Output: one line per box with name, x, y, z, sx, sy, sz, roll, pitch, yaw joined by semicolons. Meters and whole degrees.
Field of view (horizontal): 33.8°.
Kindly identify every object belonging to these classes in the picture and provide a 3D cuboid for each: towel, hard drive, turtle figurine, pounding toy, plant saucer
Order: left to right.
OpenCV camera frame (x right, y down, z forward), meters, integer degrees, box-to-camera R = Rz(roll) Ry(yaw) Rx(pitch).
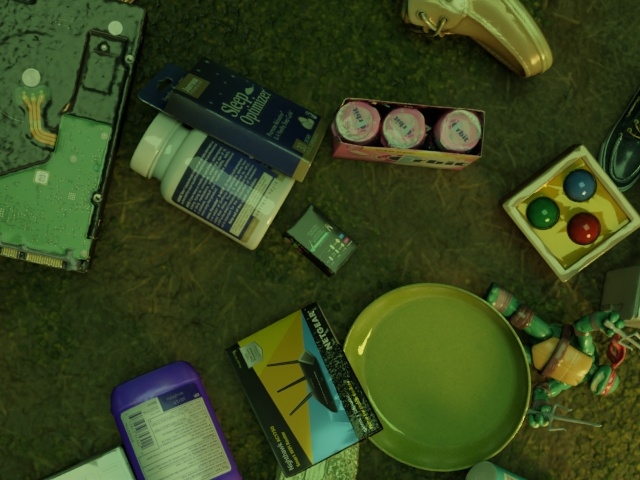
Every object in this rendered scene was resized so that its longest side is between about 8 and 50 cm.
hard drive;-0.364;-0.148;1.300;0.237;0.064;0.338;12;90;-6
towel;-0.007;0.312;1.335;0.110;0.027;0.148;10;84;-6
plant saucer;0.144;0.168;1.317;0.241;0.037;0.240;3;100;19
turtle figurine;0.299;0.151;1.336;0.234;0.118;0.175;26;94;6
pounding toy;0.368;-0.039;1.346;0.206;0.094;0.181;-38;90;9

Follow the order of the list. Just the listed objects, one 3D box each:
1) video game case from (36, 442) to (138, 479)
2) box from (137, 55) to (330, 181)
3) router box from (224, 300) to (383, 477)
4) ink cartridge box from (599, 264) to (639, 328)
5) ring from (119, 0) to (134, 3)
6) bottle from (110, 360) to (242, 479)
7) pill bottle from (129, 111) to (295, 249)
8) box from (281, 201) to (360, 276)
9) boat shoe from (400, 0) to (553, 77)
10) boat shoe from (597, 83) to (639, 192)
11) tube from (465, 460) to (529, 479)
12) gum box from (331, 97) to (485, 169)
video game case;-0.301;0.419;1.275;0.244;0.061;0.269;-23;88;-9
box;-0.104;-0.163;1.315;0.225;0.136;0.036;26;120;-3
router box;-0.021;0.186;1.308;0.133;0.046;0.179;-28;76;1
ink cartridge box;0.467;0.082;1.356;0.175;0.127;0.072;9;83;-6
ring;-0.367;-0.415;1.356;0.337;0.032;0.336;0;86;-6
bottle;-0.155;0.291;1.268;0.118;0.092;0.282;-23;79;-11
pill bottle;-0.136;-0.079;1.311;0.187;0.112;0.112;30;83;-4
box;0.000;0.000;1.344;0.083;0.062;0.052;40;81;-2
boat shoe;0.151;-0.315;1.367;0.341;0.121;0.110;43;87;9
boat shoe;0.430;-0.151;1.394;0.065;0.083;0.183;27;83;-3
tube;0.269;0.339;1.326;0.207;0.052;0.080;33;88;-30
gum box;0.103;-0.136;1.345;0.188;0.107;0.062;5;85;-6
